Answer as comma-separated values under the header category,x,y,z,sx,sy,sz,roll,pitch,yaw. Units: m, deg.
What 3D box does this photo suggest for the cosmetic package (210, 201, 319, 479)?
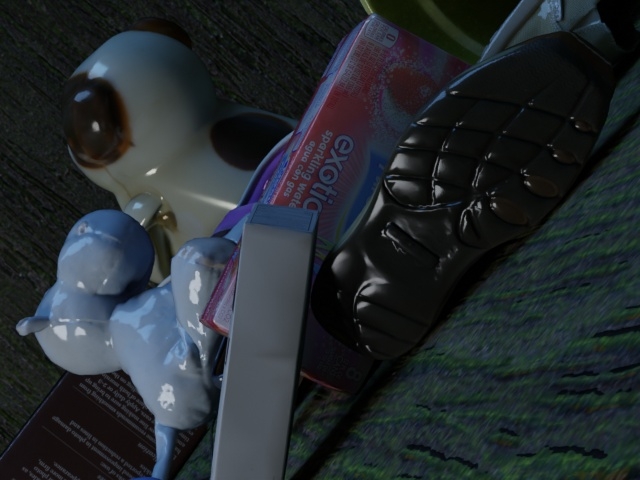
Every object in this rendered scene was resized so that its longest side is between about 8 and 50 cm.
category,x,y,z,sx,sy,sz,roll,pitch,yaw
cosmetic package,-0.046,0.096,1.490,0.099,0.060,0.239,-67,-15,-79

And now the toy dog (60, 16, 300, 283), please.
category,x,y,z,sx,sy,sz,roll,pitch,yaw
toy dog,-0.148,-0.084,2.332,0.284,0.408,0.395,-55,6,-30

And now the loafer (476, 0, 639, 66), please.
category,x,y,z,sx,sy,sz,roll,pitch,yaw
loafer,0.204,-0.163,1.513,0.102,0.092,0.268,1,-63,-58

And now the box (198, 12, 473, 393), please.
category,x,y,z,sx,sy,sz,roll,pitch,yaw
box,0.026,-0.030,1.626,0.300,0.142,0.154,-63,6,-6

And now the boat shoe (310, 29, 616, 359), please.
category,x,y,z,sx,sy,sz,roll,pitch,yaw
boat shoe,0.106,-0.045,1.428,0.324,0.122,0.120,-48,3,36

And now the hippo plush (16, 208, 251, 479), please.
category,x,y,z,sx,sy,sz,roll,pitch,yaw
hippo plush,-0.172,0.090,1.973,0.234,0.237,0.294,8,-82,-63

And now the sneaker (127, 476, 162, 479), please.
category,x,y,z,sx,sy,sz,roll,pitch,yaw
sneaker,-0.190,0.269,1.801,0.232,0.081,0.090,-47,13,49

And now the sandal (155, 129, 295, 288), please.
category,x,y,z,sx,sy,sz,roll,pitch,yaw
sandal,-0.068,0.030,2.081,0.416,0.169,0.102,-48,-10,33

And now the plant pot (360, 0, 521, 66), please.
category,x,y,z,sx,sy,sz,roll,pitch,yaw
plant pot,0.205,-0.303,1.758,0.254,0.276,0.276,-41,-2,-32

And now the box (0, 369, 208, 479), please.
category,x,y,z,sx,sy,sz,roll,pitch,yaw
box,-0.328,0.331,2.300,0.381,0.191,0.143,-54,5,-30

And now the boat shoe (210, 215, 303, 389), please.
category,x,y,z,sx,sy,sz,roll,pitch,yaw
boat shoe,-0.035,0.032,1.746,0.095,0.079,0.254,2,66,56
